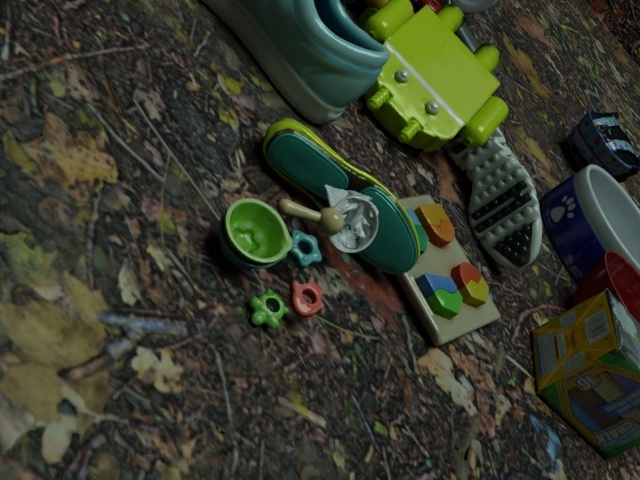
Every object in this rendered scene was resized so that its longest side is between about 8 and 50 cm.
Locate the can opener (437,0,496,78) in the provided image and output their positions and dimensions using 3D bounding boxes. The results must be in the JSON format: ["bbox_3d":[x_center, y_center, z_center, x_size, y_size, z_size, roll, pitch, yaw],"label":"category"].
[{"bbox_3d":[0.232,-0.391,1.716,0.095,0.076,0.283,-13,71,-59],"label":"can opener"}]

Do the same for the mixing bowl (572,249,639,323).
[{"bbox_3d":[0.469,0.117,1.506,0.181,0.098,0.181,38,32,-29],"label":"mixing bowl"}]

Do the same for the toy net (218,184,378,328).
[{"bbox_3d":[0.000,0.000,0.933,0.232,0.045,0.122,-23,76,-44],"label":"toy net"}]

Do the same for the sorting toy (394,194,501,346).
[{"bbox_3d":[0.146,0.027,1.183,0.208,0.038,0.193,-9,67,-59],"label":"sorting toy"}]

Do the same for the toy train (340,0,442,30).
[{"bbox_3d":[0.118,-0.333,1.468,0.143,0.105,0.248,-18,75,-49],"label":"toy train"}]

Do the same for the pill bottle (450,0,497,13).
[{"bbox_3d":[0.310,-0.585,1.988,0.121,0.121,0.216,35,34,-32],"label":"pill bottle"}]

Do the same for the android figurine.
[{"bbox_3d":[0.161,-0.239,1.376,0.248,0.056,0.273,47,53,-3],"label":"android figurine"}]

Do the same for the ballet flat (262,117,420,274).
[{"bbox_3d":[0.027,-0.056,1.065,0.231,0.077,0.077,42,15,-18],"label":"ballet flat"}]

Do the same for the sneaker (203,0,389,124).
[{"bbox_3d":[-0.054,-0.323,1.138,0.366,0.150,0.135,48,29,-12],"label":"sneaker"}]

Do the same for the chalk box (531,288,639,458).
[{"bbox_3d":[0.409,0.199,1.300,0.213,0.132,0.132,44,30,-21],"label":"chalk box"}]

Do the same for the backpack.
[{"bbox_3d":[0.597,-0.197,2.009,0.173,0.117,0.158,-2,61,-57],"label":"backpack"}]

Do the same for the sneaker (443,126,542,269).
[{"bbox_3d":[0.277,-0.076,1.430,0.118,0.110,0.292,36,33,-46],"label":"sneaker"}]

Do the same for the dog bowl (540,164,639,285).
[{"bbox_3d":[0.515,0.000,1.693,0.265,0.104,0.265,37,33,-29],"label":"dog bowl"}]
